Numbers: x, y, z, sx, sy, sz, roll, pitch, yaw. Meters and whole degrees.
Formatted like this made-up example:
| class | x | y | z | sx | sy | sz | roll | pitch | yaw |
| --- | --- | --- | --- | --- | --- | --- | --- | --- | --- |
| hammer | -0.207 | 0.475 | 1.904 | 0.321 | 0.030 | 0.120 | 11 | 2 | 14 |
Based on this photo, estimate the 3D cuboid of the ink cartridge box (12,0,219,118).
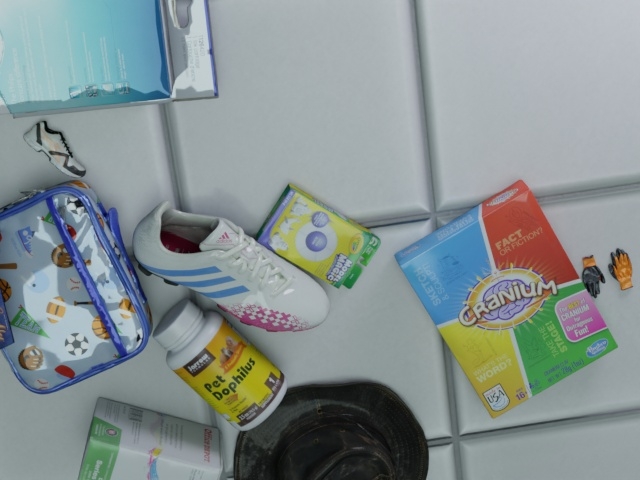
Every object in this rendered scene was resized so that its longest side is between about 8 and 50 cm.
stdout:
| class | x | y | z | sx | sy | sz | roll | pitch | yaw |
| --- | --- | --- | --- | --- | --- | --- | --- | --- | --- |
| ink cartridge box | -0.318 | -0.344 | 1.812 | 0.307 | 0.072 | 0.304 | -6 | 106 | -5 |

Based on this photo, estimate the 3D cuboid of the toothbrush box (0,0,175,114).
| class | x | y | z | sx | sy | sz | roll | pitch | yaw |
| --- | --- | --- | --- | --- | --- | --- | --- | --- | --- |
| toothbrush box | -0.362 | -0.298 | 1.721 | 0.295 | 0.126 | 0.216 | -7 | 107 | -3 |

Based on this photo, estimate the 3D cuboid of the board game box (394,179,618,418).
| class | x | y | z | sx | sy | sz | roll | pitch | yaw |
| --- | --- | --- | --- | --- | --- | --- | --- | --- | --- |
| board game box | 0.301 | 0.098 | 1.999 | 0.242 | 0.064 | 0.316 | -31 | 107 | 5 |

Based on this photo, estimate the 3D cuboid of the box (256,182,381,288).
| class | x | y | z | sx | sy | sz | roll | pitch | yaw |
| --- | --- | --- | --- | --- | --- | --- | --- | --- | --- |
| box | 0.000 | 0.000 | 1.955 | 0.179 | 0.043 | 0.105 | 29 | 102 | -14 |

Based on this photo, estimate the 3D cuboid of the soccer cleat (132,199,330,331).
| class | x | y | z | sx | sy | sz | roll | pitch | yaw |
| --- | --- | --- | --- | --- | --- | --- | --- | --- | --- |
| soccer cleat | -0.127 | 0.042 | 1.894 | 0.331 | 0.116 | 0.143 | 21 | 141 | -10 |

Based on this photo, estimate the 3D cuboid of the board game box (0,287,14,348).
| class | x | y | z | sx | sy | sz | roll | pitch | yaw |
| --- | --- | --- | --- | --- | --- | --- | --- | --- | --- |
| board game box | -0.556 | 0.068 | 1.839 | 0.042 | 0.243 | 0.165 | -26 | 114 | -42 |

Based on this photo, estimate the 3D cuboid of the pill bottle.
| class | x | y | z | sx | sy | sz | roll | pitch | yaw |
| --- | --- | --- | --- | --- | --- | --- | --- | --- | --- |
| pill bottle | -0.162 | 0.193 | 1.958 | 0.117 | 0.117 | 0.215 | -43 | 105 | 8 |

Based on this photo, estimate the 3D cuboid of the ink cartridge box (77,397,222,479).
| class | x | y | z | sx | sy | sz | roll | pitch | yaw |
| --- | --- | --- | --- | --- | --- | --- | --- | --- | --- |
| ink cartridge box | -0.269 | 0.345 | 1.975 | 0.212 | 0.154 | 0.093 | 14 | 105 | -10 |

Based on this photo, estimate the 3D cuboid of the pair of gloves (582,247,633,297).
| class | x | y | z | sx | sy | sz | roll | pitch | yaw |
| --- | --- | --- | --- | --- | --- | --- | --- | --- | --- |
| pair of gloves | 0.471 | 0.054 | 2.030 | 0.083 | 0.010 | 0.074 | -14 | 108 | 0 |

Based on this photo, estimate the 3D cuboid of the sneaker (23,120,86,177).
| class | x | y | z | sx | sy | sz | roll | pitch | yaw |
| --- | --- | --- | --- | --- | --- | --- | --- | --- | --- |
| sneaker | -0.397 | -0.138 | 1.878 | 0.109 | 0.040 | 0.044 | 40 | 97 | -15 |

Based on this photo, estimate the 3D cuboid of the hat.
| class | x | y | z | sx | sy | sz | roll | pitch | yaw |
| --- | --- | --- | --- | --- | --- | --- | --- | --- | --- |
| hat | 0.023 | 0.392 | 2.026 | 0.331 | 0.134 | 0.331 | -1 | 108 | -4 |

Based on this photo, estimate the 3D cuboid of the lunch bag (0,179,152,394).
| class | x | y | z | sx | sy | sz | roll | pitch | yaw |
| --- | --- | --- | --- | --- | --- | --- | --- | --- | --- |
| lunch bag | -0.398 | 0.063 | 1.885 | 0.243 | 0.115 | 0.303 | -23 | 100 | 5 |
